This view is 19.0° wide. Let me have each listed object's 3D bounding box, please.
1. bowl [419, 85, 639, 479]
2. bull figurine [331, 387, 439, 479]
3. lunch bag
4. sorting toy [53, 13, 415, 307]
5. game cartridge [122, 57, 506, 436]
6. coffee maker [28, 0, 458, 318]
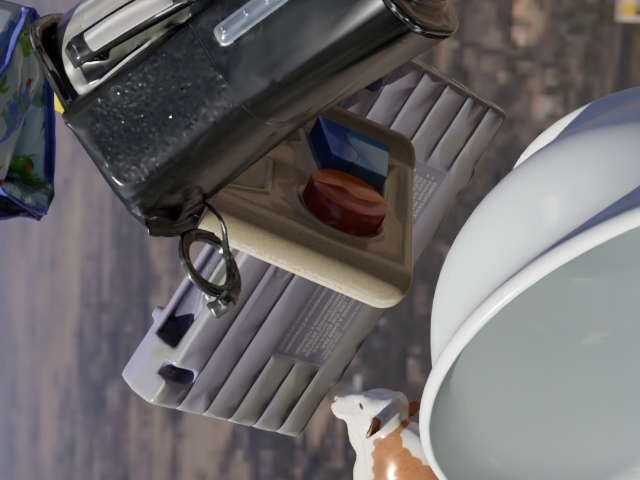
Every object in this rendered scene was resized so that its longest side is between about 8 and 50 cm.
[{"bbox_3d":[0.179,0.015,0.978,0.298,0.298,0.134,105,155,-48],"label":"bowl"},{"bbox_3d":[0.117,0.280,1.943,0.188,0.310,0.101,-52,8,33],"label":"bull figurine"},{"bbox_3d":[-0.216,-0.071,1.045,0.151,0.129,0.096,87,-155,-63],"label":"lunch bag"},{"bbox_3d":[-0.068,-0.077,1.408,0.229,0.307,0.041,-81,17,-59],"label":"sorting toy"},{"bbox_3d":[0.000,0.000,1.643,0.068,0.230,0.355,38,100,31],"label":"game cartridge"},{"bbox_3d":[-0.024,-0.088,0.946,0.171,0.178,0.120,52,-159,-15],"label":"coffee maker"}]
